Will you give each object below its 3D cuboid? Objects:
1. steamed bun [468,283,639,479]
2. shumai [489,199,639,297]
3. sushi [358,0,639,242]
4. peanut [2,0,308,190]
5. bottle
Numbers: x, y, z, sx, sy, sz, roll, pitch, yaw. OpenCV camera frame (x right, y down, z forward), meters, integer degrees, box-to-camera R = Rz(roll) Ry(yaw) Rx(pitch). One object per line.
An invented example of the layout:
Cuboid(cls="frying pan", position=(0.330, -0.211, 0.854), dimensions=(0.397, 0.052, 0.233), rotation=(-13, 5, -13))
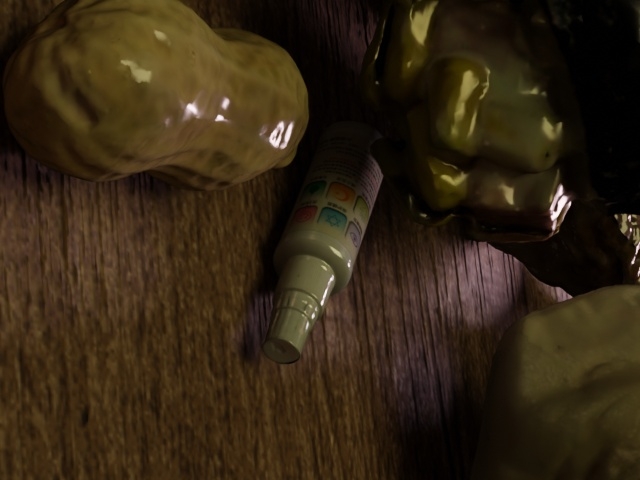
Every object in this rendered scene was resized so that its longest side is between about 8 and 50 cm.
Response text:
Cuboid(cls="steamed bun", position=(0.279, 0.223, 1.146), dimensions=(0.342, 0.255, 0.368), rotation=(-7, 102, -48))
Cuboid(cls="shumai", position=(0.240, -0.028, 1.345), dimensions=(0.184, 0.185, 0.218), rotation=(-43, 110, -36))
Cuboid(cls="sushi", position=(0.174, -0.166, 1.116), dimensions=(0.329, 0.285, 0.328), rotation=(-75, 147, -64))
Cuboid(cls="peanut", position=(-0.090, -0.093, 0.899), dimensions=(0.256, 0.123, 0.124), rotation=(-2, 79, -61))
Cuboid(cls="bottle", position=(0.000, 0.000, 1.057), dimensions=(0.060, 0.060, 0.217), rotation=(55, 35, -30))
